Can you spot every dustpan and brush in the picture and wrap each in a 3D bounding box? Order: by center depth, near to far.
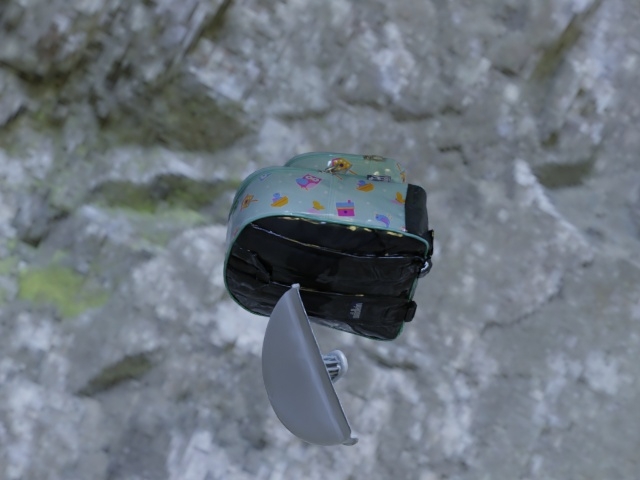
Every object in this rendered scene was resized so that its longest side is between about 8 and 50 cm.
[{"bbox_3d":[-0.018,0.134,1.301,0.211,0.060,0.147,-41,66,56],"label":"dustpan and brush"}]

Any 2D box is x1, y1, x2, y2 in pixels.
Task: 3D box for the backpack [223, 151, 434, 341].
[{"bbox_3d":[0.000,0.000,1.358,0.166,0.188,0.144,105,165,-47],"label":"backpack"}]
